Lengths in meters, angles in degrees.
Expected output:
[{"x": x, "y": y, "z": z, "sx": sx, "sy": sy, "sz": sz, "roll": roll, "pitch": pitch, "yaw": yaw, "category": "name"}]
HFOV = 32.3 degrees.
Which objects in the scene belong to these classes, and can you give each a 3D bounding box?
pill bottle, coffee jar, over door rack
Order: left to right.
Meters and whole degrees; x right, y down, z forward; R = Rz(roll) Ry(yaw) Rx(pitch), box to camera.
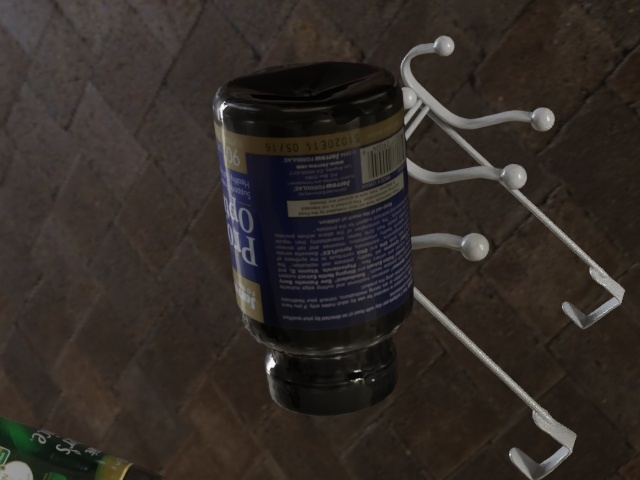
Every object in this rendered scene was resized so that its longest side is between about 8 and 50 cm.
[{"x": -0.186, "y": 0.160, "z": 0.708, "sx": 0.184, "sy": 0.079, "sz": 0.096, "roll": 21, "pitch": 164, "yaw": 0, "category": "coffee jar"}, {"x": 0.000, "y": 0.000, "z": 0.738, "sx": 0.123, "sy": 0.123, "sz": 0.219, "roll": 13, "pitch": 118, "yaw": 37, "category": "pill bottle"}, {"x": 0.155, "y": -0.002, "z": 0.943, "sx": 0.108, "sy": 0.239, "sz": 0.324, "roll": -28, "pitch": 106, "yaw": 38, "category": "over door rack"}]
